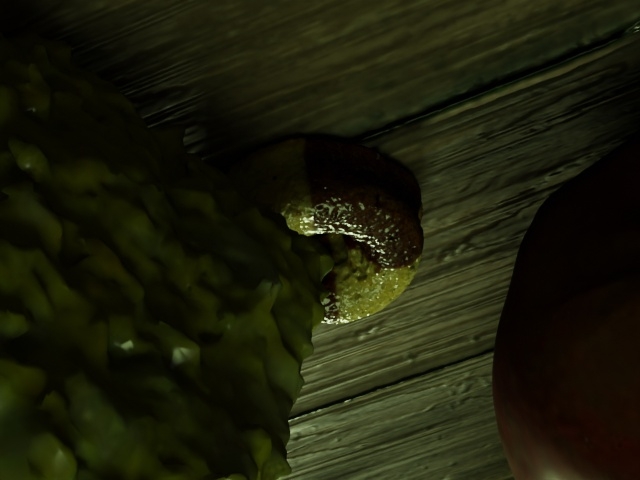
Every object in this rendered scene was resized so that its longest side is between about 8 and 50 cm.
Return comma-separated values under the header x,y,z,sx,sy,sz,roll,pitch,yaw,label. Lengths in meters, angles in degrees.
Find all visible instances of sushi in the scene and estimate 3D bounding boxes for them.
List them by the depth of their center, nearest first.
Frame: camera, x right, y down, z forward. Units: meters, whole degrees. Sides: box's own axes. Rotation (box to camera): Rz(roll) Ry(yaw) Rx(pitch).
x,y,z,sx,sy,sz,roll,pitch,yaw,label
-0.201,0.119,0.575,0.240,0.351,0.396,39,121,-21,sushi

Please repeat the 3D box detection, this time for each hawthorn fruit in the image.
x,y,z,sx,sy,sz,roll,pitch,yaw,label
0.249,0.078,0.683,0.308,0.308,0.325,-21,146,13,hawthorn fruit

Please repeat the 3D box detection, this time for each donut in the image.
x,y,z,sx,sy,sz,roll,pitch,yaw,label
0.000,0.000,0.723,0.140,0.059,0.140,-7,135,-7,donut
